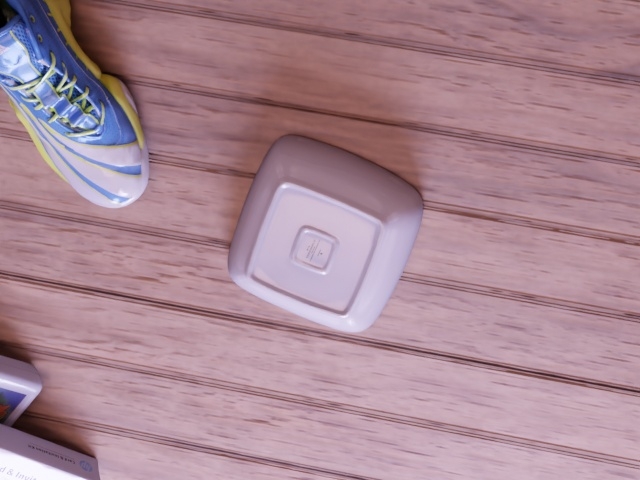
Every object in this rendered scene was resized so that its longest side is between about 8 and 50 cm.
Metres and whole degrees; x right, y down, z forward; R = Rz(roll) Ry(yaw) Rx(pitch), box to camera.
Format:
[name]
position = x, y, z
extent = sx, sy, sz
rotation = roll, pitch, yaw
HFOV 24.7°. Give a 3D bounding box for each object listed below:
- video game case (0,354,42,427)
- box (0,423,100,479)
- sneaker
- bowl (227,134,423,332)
[video game case]
position = -0.446, 0.187, 1.224
extent = 0.300, 0.036, 0.329
rotation = 24, 116, -42
[box]
position = -0.301, 0.244, 1.276
extent = 0.145, 0.038, 0.186
rotation = 27, 111, -29
[sneaker]
position = -0.222, -0.122, 1.138
extent = 0.091, 0.126, 0.240
rotation = -27, 99, 17
[bowl]
position = 0.000, 0.000, 1.171
extent = 0.142, 0.053, 0.142
rotation = 23, 108, 3
